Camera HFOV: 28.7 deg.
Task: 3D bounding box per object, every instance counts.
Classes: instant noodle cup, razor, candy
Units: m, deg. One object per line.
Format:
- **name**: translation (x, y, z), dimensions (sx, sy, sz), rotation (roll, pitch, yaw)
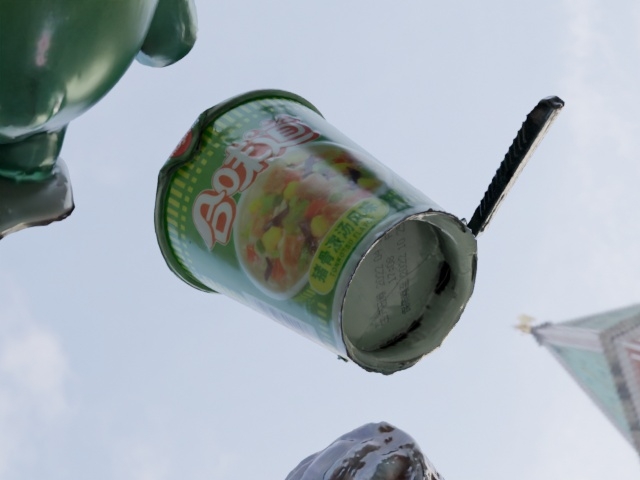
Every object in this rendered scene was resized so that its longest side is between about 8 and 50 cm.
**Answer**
- **instant noodle cup**: translation (0.000, 0.000, 1.065), dimensions (0.207, 0.233, 0.207), rotation (-20, -55, -31)
- **razor**: translation (0.154, -0.051, 1.057), dimensions (0.066, 0.190, 0.033), rotation (-26, -112, -42)
- **candy**: translation (0.020, 0.324, 1.214), dimensions (0.289, 0.214, 0.157), rotation (-54, -55, -20)

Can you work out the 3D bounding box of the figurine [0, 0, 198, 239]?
- **figurine**: translation (-0.206, -0.181, 0.769), dimensions (0.324, 0.231, 0.340), rotation (-1, -56, -35)
